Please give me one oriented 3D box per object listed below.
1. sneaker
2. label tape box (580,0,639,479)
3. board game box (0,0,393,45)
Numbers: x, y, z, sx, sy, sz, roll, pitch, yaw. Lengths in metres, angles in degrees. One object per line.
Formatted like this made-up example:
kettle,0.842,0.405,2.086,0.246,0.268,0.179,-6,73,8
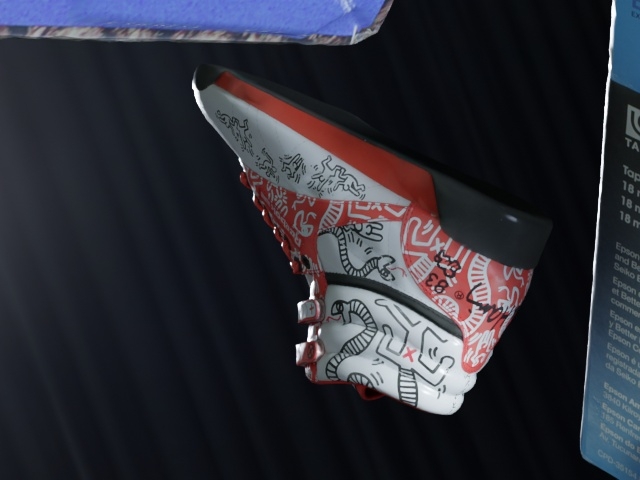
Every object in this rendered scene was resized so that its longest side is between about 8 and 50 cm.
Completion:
sneaker,0.000,0.000,1.118,0.270,0.145,0.090,29,-169,35
label tape box,0.262,0.022,0.964,0.240,0.333,0.106,30,-132,35
board game box,-0.065,-0.225,0.450,0.141,0.291,0.232,-3,135,-37
